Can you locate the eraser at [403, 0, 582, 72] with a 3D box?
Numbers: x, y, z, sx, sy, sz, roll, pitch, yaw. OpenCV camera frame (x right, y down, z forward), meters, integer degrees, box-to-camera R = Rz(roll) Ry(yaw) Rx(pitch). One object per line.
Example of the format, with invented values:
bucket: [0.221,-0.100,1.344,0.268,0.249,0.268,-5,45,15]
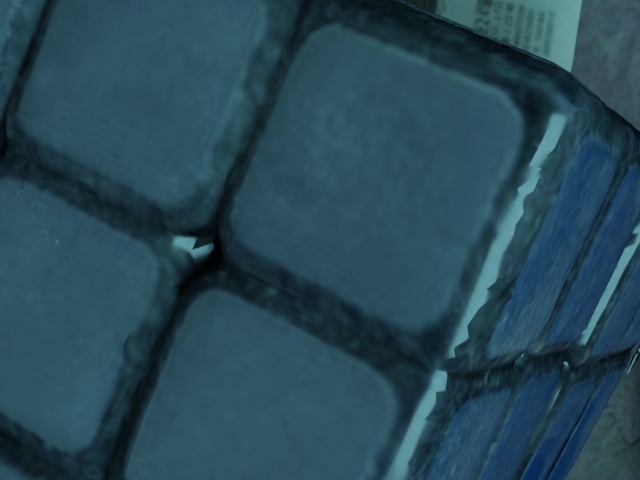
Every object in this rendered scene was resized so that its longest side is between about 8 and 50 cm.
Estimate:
eraser: [0.079,-0.042,0.723,0.098,0.096,0.404,7,95,-22]

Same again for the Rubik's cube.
Rubik's cube: [-0.070,0.043,0.532,0.344,0.343,0.337,-66,159,7]
